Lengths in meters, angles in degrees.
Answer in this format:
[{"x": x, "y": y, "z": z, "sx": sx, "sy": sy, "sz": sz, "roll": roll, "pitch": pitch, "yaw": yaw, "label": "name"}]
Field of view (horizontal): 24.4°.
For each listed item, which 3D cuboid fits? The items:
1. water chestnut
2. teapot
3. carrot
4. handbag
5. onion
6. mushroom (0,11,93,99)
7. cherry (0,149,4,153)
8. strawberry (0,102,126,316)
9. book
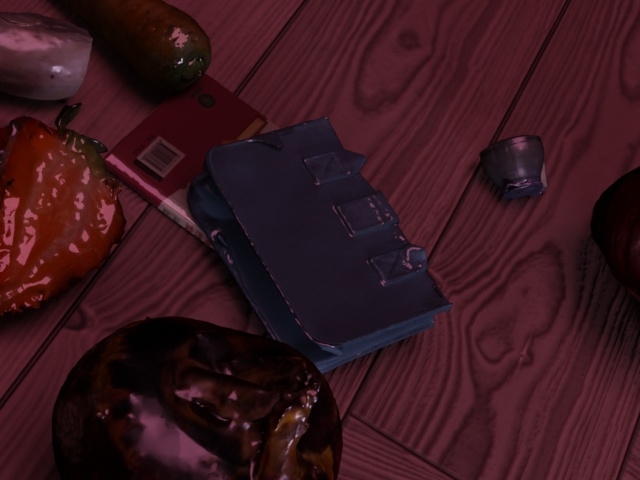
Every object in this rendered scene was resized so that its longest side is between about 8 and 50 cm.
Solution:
[{"x": -0.082, "y": 0.152, "z": 1.104, "sx": 0.224, "sy": 0.238, "sz": 0.223, "roll": 22, "pitch": 41, "yaw": -21, "label": "water chestnut"}, {"x": 0.207, "y": -0.074, "z": 1.526, "sx": 0.088, "sy": 0.066, "sz": 0.057, "roll": 1, "pitch": 73, "yaw": -52, "label": "teapot"}, {"x": -0.227, "y": -0.247, "z": 1.439, "sx": 0.298, "sy": 0.078, "sz": 0.078, "roll": 38, "pitch": 48, "yaw": 17, "label": "carrot"}, {"x": 0.000, "y": 0.000, "z": 1.339, "sx": 0.179, "sy": 0.062, "sz": 0.229, "roll": -19, "pitch": 66, "yaw": -35, "label": "handbag"}, {"x": 0.377, "y": 0.025, "z": 1.437, "sx": 0.252, "sy": 0.219, "sz": 0.252, "roll": 23, "pitch": 7, "yaw": -3, "label": "onion"}, {"x": -0.321, "y": -0.191, "z": 1.339, "sx": 0.223, "sy": 0.081, "sz": 0.092, "roll": 17, "pitch": 61, "yaw": -20, "label": "mushroom"}, {"x": -0.385, "y": -0.111, "z": 1.188, "sx": 0.213, "sy": 0.183, "sz": 0.266, "roll": -12, "pitch": 43, "yaw": -34, "label": "cherry"}, {"x": -0.241, "y": -0.022, "z": 1.251, "sx": 0.140, "sy": 0.085, "sz": 0.192, "roll": 6, "pitch": 73, "yaw": -40, "label": "strawberry"}, {"x": -0.069, "y": -0.051, "z": 1.396, "sx": 0.232, "sy": 0.022, "sz": 0.162, "roll": 37, "pitch": 51, "yaw": 4, "label": "book"}]
